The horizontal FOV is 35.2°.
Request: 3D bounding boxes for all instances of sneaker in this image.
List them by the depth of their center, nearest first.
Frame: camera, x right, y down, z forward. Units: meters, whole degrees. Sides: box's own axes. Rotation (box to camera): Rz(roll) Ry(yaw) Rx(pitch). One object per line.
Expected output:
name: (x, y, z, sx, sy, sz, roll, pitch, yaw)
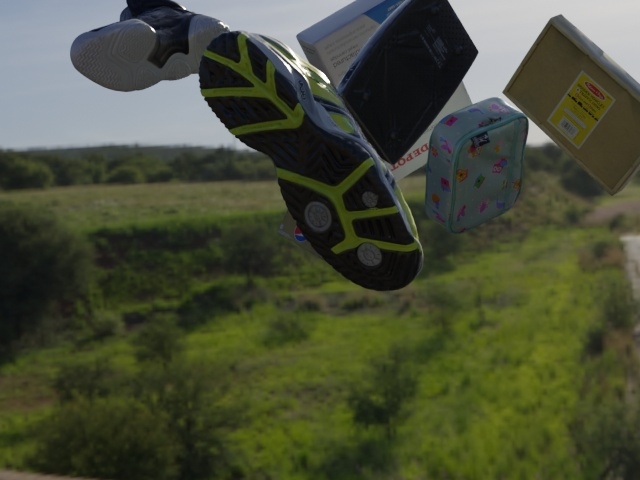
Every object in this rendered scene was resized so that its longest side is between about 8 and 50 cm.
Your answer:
sneaker: (0.014, -0.113, 1.266, 0.145, 0.385, 0.147, -37, -5, 34)
sneaker: (-0.274, -0.296, 1.489, 0.268, 0.101, 0.153, -17, 38, -42)

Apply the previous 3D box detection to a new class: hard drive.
hard drive: (0.132, -0.262, 1.568, 0.054, 0.172, 0.255, 13, 60, 51)

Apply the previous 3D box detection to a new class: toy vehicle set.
toy vehicle set: (0.440, -0.223, 1.671, 0.035, 0.267, 0.166, -25, -25, -42)

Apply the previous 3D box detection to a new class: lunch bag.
lunch bag: (0.340, -0.162, 2.164, 0.224, 0.279, 0.108, -21, 45, -24)

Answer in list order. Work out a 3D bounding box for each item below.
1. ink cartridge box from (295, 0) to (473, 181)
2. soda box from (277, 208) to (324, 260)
ink cartridge box: (0.167, -0.371, 2.377, 0.285, 0.395, 0.166, -31, 24, -5)
soda box: (0.000, 0.000, 2.044, 0.181, 0.058, 0.061, 30, 7, 37)
